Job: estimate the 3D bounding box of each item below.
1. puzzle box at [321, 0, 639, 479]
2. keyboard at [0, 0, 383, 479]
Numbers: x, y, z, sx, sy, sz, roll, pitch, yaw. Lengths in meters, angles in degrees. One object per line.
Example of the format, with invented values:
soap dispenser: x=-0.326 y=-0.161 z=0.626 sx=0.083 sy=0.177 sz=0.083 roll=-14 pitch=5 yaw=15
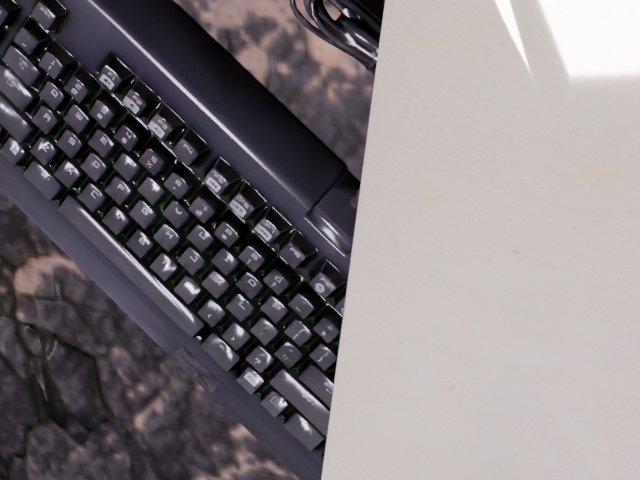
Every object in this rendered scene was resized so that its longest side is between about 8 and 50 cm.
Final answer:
puzzle box: x=0.204 y=0.047 z=0.552 sx=0.409 sy=0.052 sz=0.272 roll=19 pitch=130 yaw=14
keyboard: x=0.000 y=0.000 z=0.695 sx=0.317 sy=0.033 sz=0.201 roll=43 pitch=128 yaw=-1
